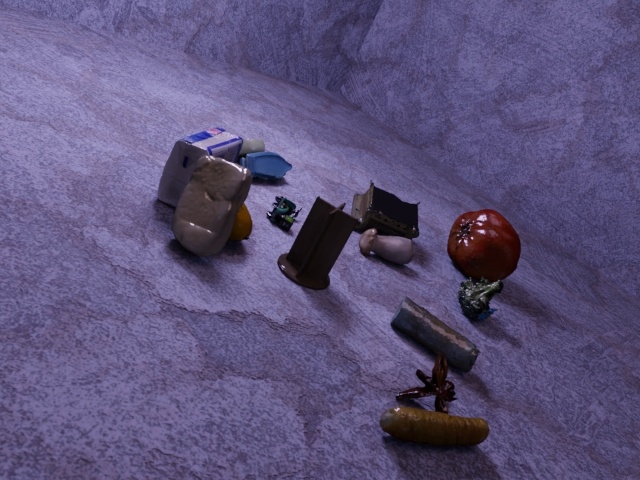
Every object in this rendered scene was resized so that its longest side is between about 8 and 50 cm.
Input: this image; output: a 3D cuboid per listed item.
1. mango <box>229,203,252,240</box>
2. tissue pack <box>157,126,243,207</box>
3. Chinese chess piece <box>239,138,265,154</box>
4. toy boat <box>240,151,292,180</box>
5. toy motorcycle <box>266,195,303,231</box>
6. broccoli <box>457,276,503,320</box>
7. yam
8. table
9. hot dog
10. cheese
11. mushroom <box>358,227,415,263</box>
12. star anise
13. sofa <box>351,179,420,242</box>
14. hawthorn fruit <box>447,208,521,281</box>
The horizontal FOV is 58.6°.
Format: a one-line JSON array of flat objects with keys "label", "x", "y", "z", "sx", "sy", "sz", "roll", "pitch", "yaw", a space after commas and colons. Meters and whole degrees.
[{"label": "mango", "x": -0.267, "y": -0.084, "z": 1.617, "sx": 0.147, "sy": 0.109, "sz": 0.227, "roll": 50, "pitch": -1, "yaw": -43}, {"label": "tissue pack", "x": -0.358, "y": -0.224, "z": 1.702, "sx": 0.137, "sy": 0.209, "sz": 0.269, "roll": 31, "pitch": 24, "yaw": 4}, {"label": "Chinese chess piece", "x": -0.280, "y": -0.345, "z": 2.140, "sx": 0.144, "sy": 0.058, "sz": 0.144, "roll": -8, "pitch": 2, "yaw": 0}, {"label": "toy boat", "x": -0.205, "y": -0.278, "z": 2.139, "sx": 0.098, "sy": 0.109, "sz": 0.238, "roll": 2, "pitch": 5, "yaw": 38}, {"label": "toy motorcycle", "x": -0.121, "y": -0.097, "z": 1.898, "sx": 0.100, "sy": 0.058, "sz": 0.173, "roll": 32, "pitch": 24, "yaw": -7}, {"label": "broccoli", "x": 0.540, "y": 0.186, "z": 1.908, "sx": 0.167, "sy": 0.160, "sz": 0.154, "roll": 19, "pitch": 50, "yaw": -45}, {"label": "yam", "x": 0.319, "y": 0.263, "z": 1.591, "sx": 0.259, "sy": 0.093, "sz": 0.093, "roll": 34, "pitch": 24, "yaw": 14}, {"label": "table", "x": 0.000, "y": 0.000, "z": 1.610, "sx": 0.167, "sy": 0.226, "sz": 0.167, "roll": 24, "pitch": 23, "yaw": -11}, {"label": "hot dog", "x": 0.256, "y": 0.406, "z": 1.236, "sx": 0.286, "sy": 0.087, "sz": 0.061, "roll": 12, "pitch": 33, "yaw": -27}, {"label": "cheese", "x": -0.282, "y": -0.087, "z": 1.477, "sx": 0.159, "sy": 0.262, "sz": 0.093, "roll": 17, "pitch": -17, "yaw": 18}, {"label": "mushroom", "x": 0.238, "y": 0.024, "z": 1.984, "sx": 0.213, "sy": 0.097, "sz": 0.088, "roll": 20, "pitch": 35, "yaw": -17}, {"label": "star anise", "x": 0.272, "y": 0.358, "z": 1.377, "sx": 0.140, "sy": 0.158, "sz": 0.144, "roll": 39, "pitch": -9, "yaw": 3}, {"label": "sofa", "x": 0.242, "y": -0.076, "z": 2.169, "sx": 0.258, "sy": 0.182, "sz": 0.200, "roll": 23, "pitch": 41, "yaw": -12}, {"label": "hawthorn fruit", "x": 0.667, "y": 0.037, "z": 2.253, "sx": 0.330, "sy": 0.287, "sz": 0.287, "roll": 34, "pitch": 19, "yaw": -26}]
